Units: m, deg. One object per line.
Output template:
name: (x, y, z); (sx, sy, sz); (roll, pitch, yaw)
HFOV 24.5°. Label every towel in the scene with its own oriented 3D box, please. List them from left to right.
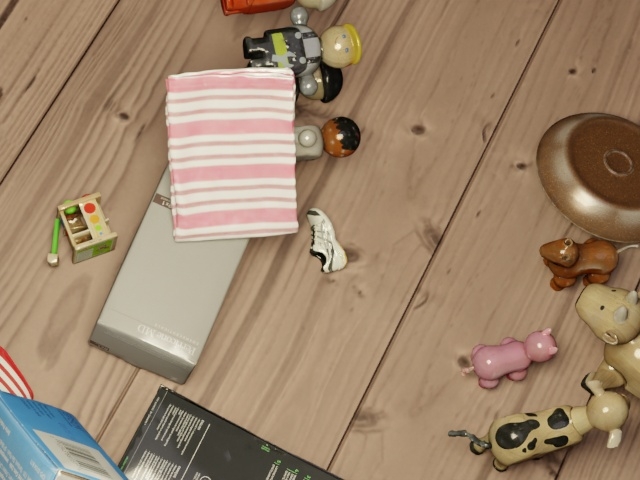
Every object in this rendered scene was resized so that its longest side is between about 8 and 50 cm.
towel: (-0.096, -0.092, 1.628); (0.144, 0.029, 0.197); (-5, 111, -10)

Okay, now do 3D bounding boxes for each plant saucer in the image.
plant saucer: (0.373, -0.090, 1.873); (0.199, 0.036, 0.198); (8, 56, -11)

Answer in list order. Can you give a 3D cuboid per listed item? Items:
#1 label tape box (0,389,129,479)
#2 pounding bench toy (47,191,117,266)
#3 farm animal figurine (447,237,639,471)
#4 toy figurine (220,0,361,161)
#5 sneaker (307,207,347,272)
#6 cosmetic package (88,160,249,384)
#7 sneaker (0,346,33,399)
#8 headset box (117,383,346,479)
label tape box: (-0.320, 0.344, 1.453); (0.106, 0.240, 0.333); (24, 92, -30)
pounding bench toy: (-0.287, -0.012, 1.712); (0.083, 0.052, 0.065); (-20, 76, -18)
farm animal figurine: (0.349, 0.144, 1.732); (0.327, 0.172, 0.330); (22, 68, -4)
toy figurine: (-0.028, -0.204, 1.739); (0.148, 0.213, 0.209); (-9, 38, -12)
sneaker: (0.000, 0.000, 1.782); (0.037, 0.032, 0.083); (-23, 77, -19)
cosmetic package: (-0.163, 0.030, 1.698); (0.127, 0.107, 0.238); (22, 64, -7)
sneaker: (-0.421, 0.167, 1.620); (0.221, 0.087, 0.128); (18, 41, 4)
headset box: (-0.109, 0.336, 1.584); (0.283, 0.131, 0.246); (27, 67, -2)
